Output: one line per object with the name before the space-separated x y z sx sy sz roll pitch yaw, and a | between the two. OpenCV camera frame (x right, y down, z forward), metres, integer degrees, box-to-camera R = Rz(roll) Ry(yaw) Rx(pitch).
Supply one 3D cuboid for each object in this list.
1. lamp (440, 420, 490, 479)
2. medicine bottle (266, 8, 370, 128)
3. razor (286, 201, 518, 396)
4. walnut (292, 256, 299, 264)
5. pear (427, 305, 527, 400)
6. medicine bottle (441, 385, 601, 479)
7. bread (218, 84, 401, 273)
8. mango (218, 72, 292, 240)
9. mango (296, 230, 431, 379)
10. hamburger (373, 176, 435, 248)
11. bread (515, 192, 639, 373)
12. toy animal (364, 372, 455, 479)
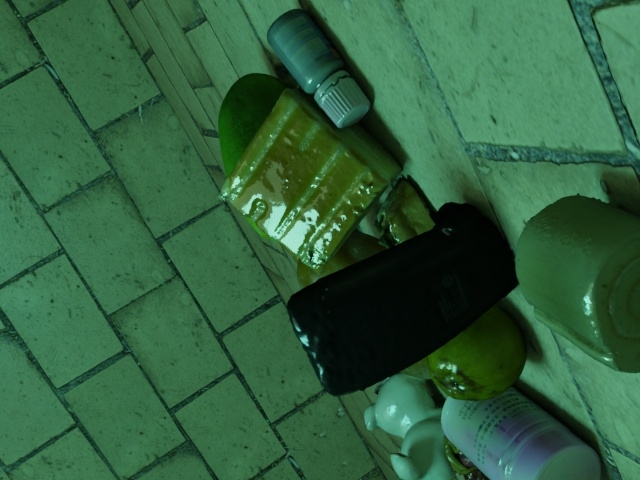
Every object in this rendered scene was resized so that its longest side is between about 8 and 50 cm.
lamp | 0.319 0.434 1.705 0.118 0.118 0.253 44 168 48
medicine bottle | -0.002 -0.276 1.276 0.203 0.083 0.083 56 168 13
razor | 0.120 0.086 1.135 0.189 0.327 0.107 64 173 -26
walnut | 0.000 0.000 1.808 0.206 0.159 0.159 58 169 24
pear | 0.250 0.179 1.257 0.149 0.162 0.148 42 156 23
medicine bottle | 0.335 0.348 1.343 0.254 0.152 0.152 37 156 59
bread | -0.020 -0.100 1.348 0.239 0.246 0.111 43 -151 6
mango | -0.083 -0.175 1.562 0.201 0.225 0.381 98 158 -66
mango | 0.111 0.124 1.552 0.384 0.199 0.221 45 149 -12
hamburger | 0.146 -0.010 1.322 0.176 0.102 0.087 57 180 4
bread | 0.289 0.039 0.795 0.141 0.134 0.148 -138 31 -65
toy animal | 0.234 0.470 1.884 0.310 0.247 0.182 -105 27 -43
